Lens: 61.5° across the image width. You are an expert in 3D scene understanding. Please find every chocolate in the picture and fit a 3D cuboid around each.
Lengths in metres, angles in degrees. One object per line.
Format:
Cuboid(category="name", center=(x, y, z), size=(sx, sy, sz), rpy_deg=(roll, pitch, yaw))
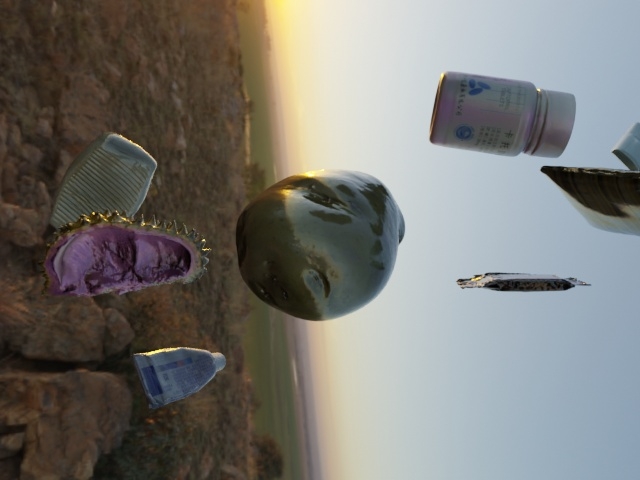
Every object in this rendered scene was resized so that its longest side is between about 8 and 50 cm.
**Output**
Cuboid(category="chocolate", center=(0.299, 0.065, 0.802), size=(0.086, 0.183, 0.028), rpy_deg=(-37, 128, -85))

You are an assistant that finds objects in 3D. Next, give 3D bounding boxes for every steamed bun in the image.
Cuboid(category="steamed bun", center=(-0.709, -0.183, 1.780), size=(0.383, 0.247, 0.236), rpy_deg=(-53, -157, 17))

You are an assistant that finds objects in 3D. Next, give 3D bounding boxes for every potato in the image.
Cuboid(category="potato", center=(0.000, 0.000, 0.849), size=(0.326, 0.243, 0.220), rpy_deg=(-52, 133, -65))

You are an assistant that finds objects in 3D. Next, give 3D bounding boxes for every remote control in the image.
Cuboid(category="remote control", center=(0.566, -0.167, 0.962), size=(0.061, 0.162, 0.029), rpy_deg=(49, -39, 5))

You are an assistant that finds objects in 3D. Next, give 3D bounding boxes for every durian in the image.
Cuboid(category="durian", center=(-0.398, 0.010, 1.100), size=(0.112, 0.342, 0.191), rpy_deg=(-123, -149, -55))

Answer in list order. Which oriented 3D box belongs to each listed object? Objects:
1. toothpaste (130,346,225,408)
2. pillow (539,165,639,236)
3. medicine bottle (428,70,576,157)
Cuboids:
Cuboid(category="toothpaste", center=(-0.289, 0.279, 1.145), size=(0.068, 0.099, 0.282), rpy_deg=(-59, 160, 9))
Cuboid(category="pillow", center=(0.520, -0.063, 0.933), size=(0.212, 0.208, 0.052), rpy_deg=(19, -103, 58))
Cuboid(category="medicine bottle", center=(0.351, -0.244, 1.060), size=(0.152, 0.255, 0.151), rpy_deg=(11, 90, -83))
